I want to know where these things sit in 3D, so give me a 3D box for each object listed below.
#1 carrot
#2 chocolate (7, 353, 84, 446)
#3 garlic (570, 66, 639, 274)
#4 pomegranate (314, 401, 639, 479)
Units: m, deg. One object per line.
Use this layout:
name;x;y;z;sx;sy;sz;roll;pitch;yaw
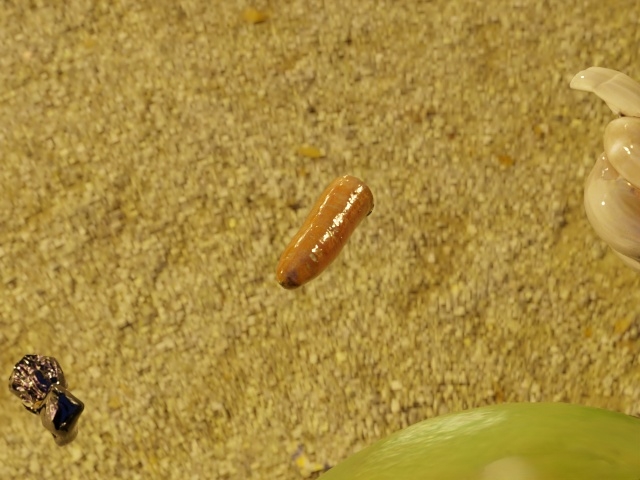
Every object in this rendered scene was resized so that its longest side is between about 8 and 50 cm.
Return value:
carrot;0.000;0.000;1.007;0.048;0.048;0.139;18;45;18
chocolate;-0.286;0.169;1.207;0.070;0.072;0.147;-27;21;-11
garlic;0.242;-0.055;0.846;0.131;0.127;0.194;-15;55;-41
pomegranate;0.070;0.193;0.373;0.260;0.340;0.260;-12;56;18
